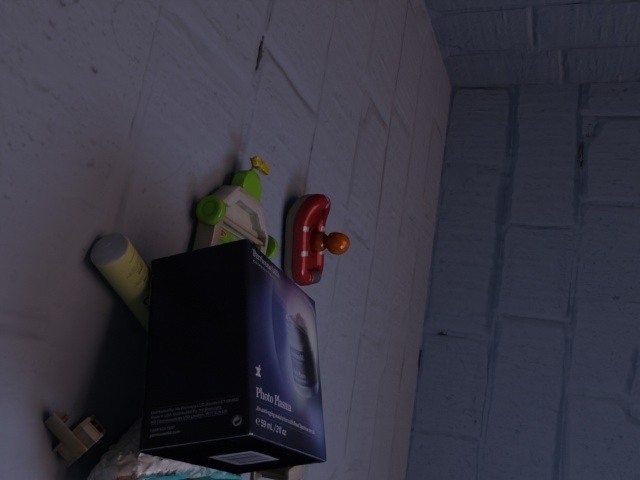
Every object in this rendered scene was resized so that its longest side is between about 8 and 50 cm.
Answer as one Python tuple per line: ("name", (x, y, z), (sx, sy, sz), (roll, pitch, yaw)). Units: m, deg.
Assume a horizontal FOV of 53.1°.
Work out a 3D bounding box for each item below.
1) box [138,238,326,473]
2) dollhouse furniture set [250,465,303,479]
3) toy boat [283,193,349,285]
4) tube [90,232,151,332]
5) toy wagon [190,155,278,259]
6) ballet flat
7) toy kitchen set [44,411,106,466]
("box", (-0.126, 0.196, 1.023), (0.296, 0.183, 0.293), (50, 31, -58))
("dollhouse furniture set", (-0.119, 0.406, 1.308), (0.129, 0.184, 0.129), (7, 87, -69))
("toy boat", (0.000, 0.000, 1.588), (0.151, 0.151, 0.230), (-7, 100, -69))
("tube", (-0.282, 0.082, 1.021), (0.070, 0.062, 0.240), (-37, 144, -16))
("toy wagon", (-0.168, -0.002, 1.280), (0.267, 0.068, 0.344), (42, 54, -64))
("ballet flat", (-0.258, 0.357, 1.074), (0.409, 0.147, 0.146), (50, 48, -64))
("toy kitchen set", (-0.336, 0.256, 0.903), (0.068, 0.083, 0.075), (48, 30, -1))
